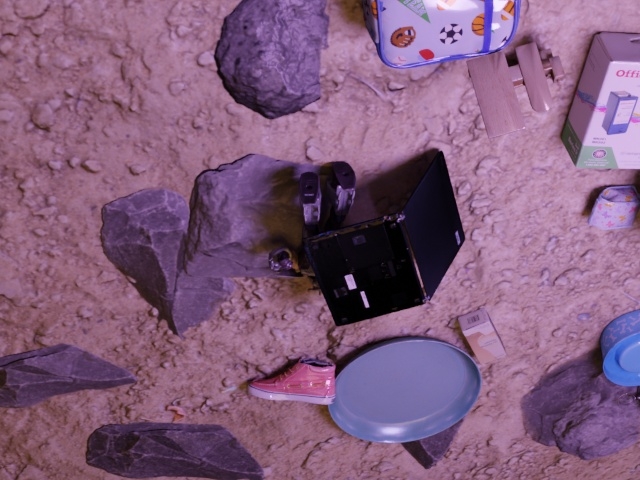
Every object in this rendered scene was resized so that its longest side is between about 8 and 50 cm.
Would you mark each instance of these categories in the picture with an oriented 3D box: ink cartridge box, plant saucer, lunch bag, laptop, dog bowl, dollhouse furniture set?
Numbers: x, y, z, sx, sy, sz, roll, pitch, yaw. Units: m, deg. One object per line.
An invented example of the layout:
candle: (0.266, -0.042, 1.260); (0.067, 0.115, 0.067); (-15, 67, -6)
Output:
ink cartridge box: (0.503, -0.225, 1.807); (0.154, 0.093, 0.212); (1, 130, -10)
plant saucer: (0.170, 0.300, 2.256); (0.318, 0.043, 0.317); (-4, 132, -5)
lunch bag: (0.526, -0.060, 1.986); (0.083, 0.053, 0.071); (-7, 135, -16)
lunch bag: (0.180, -0.401, 1.583); (0.243, 0.115, 0.303); (-8, 133, -5)
laptop: (0.117, 0.000, 1.913); (0.264, 0.136, 0.234); (-16, 134, 6)
dog bowl: (0.705, 0.193, 2.229); (0.297, 0.074, 0.166); (-19, 132, 6)
dollhouse furniture set: (0.311, -0.220, 1.712); (0.144, 0.123, 0.151); (-15, 171, 4)

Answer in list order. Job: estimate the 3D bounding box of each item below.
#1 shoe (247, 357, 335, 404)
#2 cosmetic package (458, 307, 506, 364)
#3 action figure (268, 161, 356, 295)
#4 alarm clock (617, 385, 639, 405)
shoe: (-0.056, 0.273, 2.186); (0.178, 0.063, 0.081); (5, 99, 11)
cosmetic package: (0.320, 0.190, 2.182); (0.060, 0.041, 0.115); (-24, 131, 12)
action figure: (0.000, 0.000, 1.923); (0.185, 0.099, 0.285); (-10, 137, -13)
alarm clock: (0.733, 0.332, 2.370); (0.192, 0.064, 0.129); (-7, 133, 1)
